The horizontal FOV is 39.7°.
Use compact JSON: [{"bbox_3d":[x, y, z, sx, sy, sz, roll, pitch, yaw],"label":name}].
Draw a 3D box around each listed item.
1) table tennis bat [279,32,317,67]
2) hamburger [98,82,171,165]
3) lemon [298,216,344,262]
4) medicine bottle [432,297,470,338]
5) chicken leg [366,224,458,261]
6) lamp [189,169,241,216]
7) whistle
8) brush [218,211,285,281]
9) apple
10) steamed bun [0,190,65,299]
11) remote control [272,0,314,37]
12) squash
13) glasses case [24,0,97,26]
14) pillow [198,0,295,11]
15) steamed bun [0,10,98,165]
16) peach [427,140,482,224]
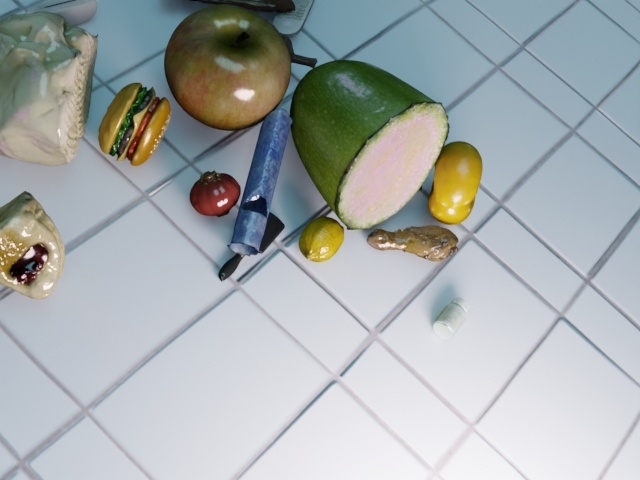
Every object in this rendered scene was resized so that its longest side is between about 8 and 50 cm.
[{"bbox_3d":[-0.079,-0.395,2.014,0.170,0.119,0.107,17,77,17],"label":"table tennis bat"},{"bbox_3d":[-0.355,-0.222,1.698,0.115,0.162,0.162,27,52,-12],"label":"hamburger"},{"bbox_3d":[0.000,0.000,1.735,0.082,0.082,0.110,41,53,7],"label":"lemon"},{"bbox_3d":[0.260,0.154,1.759,0.047,0.047,0.083,38,52,5],"label":"medicine bottle"},{"bbox_3d":[0.191,0.002,1.822,0.197,0.069,0.085,5,55,-11],"label":"chicken leg"},{"bbox_3d":[-0.202,-0.090,1.706,0.101,0.090,0.101,-15,29,9],"label":"lamp"},{"bbox_3d":[-0.115,-0.117,1.721,0.062,0.062,0.304,17,66,-10],"label":"whistle"},{"bbox_3d":[-0.140,0.012,1.712,0.063,0.016,0.193,36,52,4],"label":"brush"},{"bbox_3d":[-0.191,-0.338,1.788,0.256,0.234,0.257,10,58,-17],"label":"apple"},{"bbox_3d":[-0.498,0.022,1.484,0.141,0.172,0.155,-37,111,-2],"label":"steamed bun"},{"bbox_3d":[-0.056,-0.543,2.098,0.073,0.044,0.229,6,45,11],"label":"remote control"},{"bbox_3d":[0.047,-0.229,1.795,0.310,0.310,0.309,-29,58,-34],"label":"squash"},{"bbox_3d":[-0.539,-0.470,1.841,0.164,0.063,0.041,-26,70,-33],"label":"glasses case"},{"bbox_3d":[-0.228,-0.656,2.064,0.307,0.108,0.305,2,53,-22],"label":"pillow"},{"bbox_3d":[-0.527,-0.281,1.611,0.206,0.275,0.320,7,19,-4],"label":"steamed bun"},{"bbox_3d":[0.284,-0.119,1.871,0.103,0.179,0.179,12,52,10],"label":"peach"}]
